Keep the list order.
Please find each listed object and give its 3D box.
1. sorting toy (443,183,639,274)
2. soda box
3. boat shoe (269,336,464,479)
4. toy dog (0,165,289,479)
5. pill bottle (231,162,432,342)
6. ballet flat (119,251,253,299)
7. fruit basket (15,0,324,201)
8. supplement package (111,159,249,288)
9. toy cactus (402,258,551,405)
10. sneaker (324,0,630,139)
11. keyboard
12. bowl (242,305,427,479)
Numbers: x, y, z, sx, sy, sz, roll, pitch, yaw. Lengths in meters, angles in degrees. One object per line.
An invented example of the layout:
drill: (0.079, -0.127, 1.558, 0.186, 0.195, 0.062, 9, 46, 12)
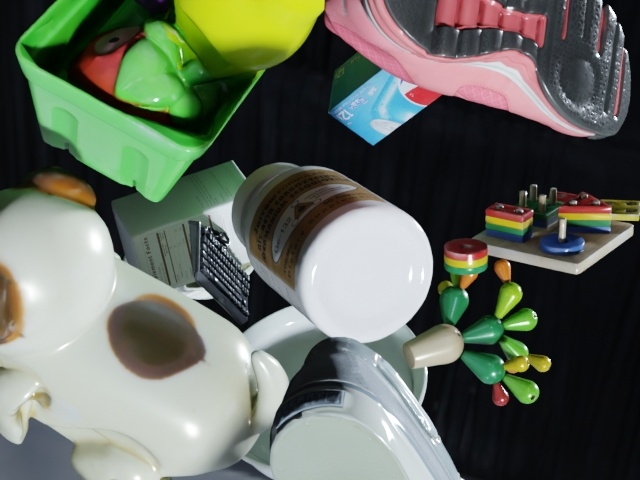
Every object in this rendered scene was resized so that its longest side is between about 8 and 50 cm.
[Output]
sorting toy: (0.255, -0.021, 1.422, 0.132, 0.046, 0.274, 14, 27, 36)
soda box: (0.102, -0.187, 1.330, 0.067, 0.210, 0.071, 33, 43, -24)
boat shoe: (0.049, 0.141, 0.620, 0.079, 0.228, 0.081, -16, 29, 21)
toy dog: (-0.273, 0.119, 1.512, 0.395, 0.408, 0.285, -4, 45, 50)
pill bottle: (0.000, 0.000, 1.256, 0.131, 0.131, 0.229, -9, 20, -22)
ballet flat: (-0.183, 0.032, 2.175, 0.139, 0.139, 0.400, 21, 15, 20)
fruit basket: (-0.142, -0.267, 1.517, 0.283, 0.392, 0.392, 29, 37, 2)
supplement package: (-0.175, -0.016, 1.766, 0.179, 0.105, 0.105, -19, 37, -14)
toy cactus: (0.187, 0.119, 1.659, 0.180, 0.112, 0.219, -16, 75, -19)
sneaker: (0.138, -0.171, 1.125, 0.313, 0.116, 0.136, 19, -10, -34)
keyboard: (-0.127, 0.030, 1.677, 0.023, 0.180, 0.108, -13, 64, 11)
bowl: (0.007, 0.232, 1.792, 0.297, 0.134, 0.298, -8, 43, 8)
